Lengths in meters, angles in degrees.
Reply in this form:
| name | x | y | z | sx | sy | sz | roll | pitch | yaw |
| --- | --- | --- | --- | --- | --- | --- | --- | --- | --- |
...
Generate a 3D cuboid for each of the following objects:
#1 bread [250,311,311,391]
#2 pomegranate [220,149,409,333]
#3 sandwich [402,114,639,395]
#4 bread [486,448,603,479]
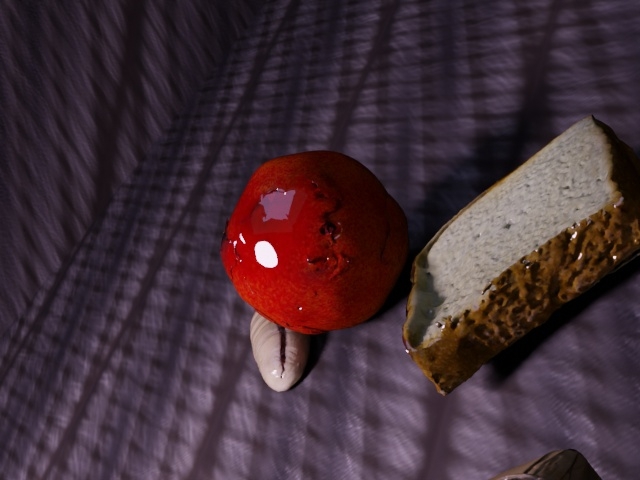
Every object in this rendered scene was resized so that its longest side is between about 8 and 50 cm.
| name | x | y | z | sx | sy | sz | roll | pitch | yaw |
| --- | --- | --- | --- | --- | --- | --- | --- | --- | --- |
| bread | -0.051 | 0.113 | 2.001 | 0.073 | 0.053 | 0.214 | -40 | 17 | 7 |
| pomegranate | 0.000 | 0.000 | 1.892 | 0.210 | 0.210 | 0.235 | -40 | -9 | 21 |
| sandwich | 0.195 | 0.011 | 1.582 | 0.251 | 0.087 | 0.226 | -38 | 20 | 19 |
| bread | 0.107 | 0.252 | 1.176 | 0.224 | 0.142 | 0.212 | -33 | 7 | 39 |
